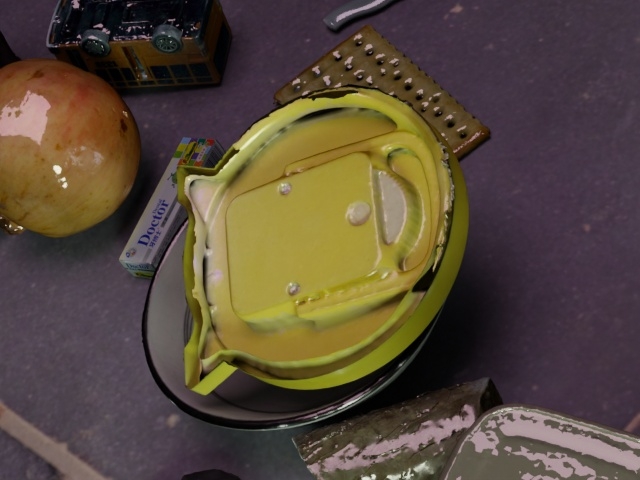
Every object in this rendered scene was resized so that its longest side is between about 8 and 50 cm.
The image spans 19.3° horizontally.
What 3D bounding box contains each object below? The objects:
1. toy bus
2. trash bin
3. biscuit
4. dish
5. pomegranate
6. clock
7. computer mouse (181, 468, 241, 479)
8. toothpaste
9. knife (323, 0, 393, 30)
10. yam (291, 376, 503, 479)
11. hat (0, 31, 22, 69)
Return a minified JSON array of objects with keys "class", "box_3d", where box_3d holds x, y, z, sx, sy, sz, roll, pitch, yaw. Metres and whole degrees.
[{"class":"toy bus","box_3d":[-0.198,-0.222,2.063,0.182,0.103,0.091,-1,54,18]},{"class":"trash bin","box_3d":[0.187,0.259,1.416,0.219,0.250,0.219,14,61,26]},{"class":"biscuit","box_3d":[0.058,-0.130,1.931,0.139,0.016,0.231,-37,49,-6]},{"class":"dish","box_3d":[-0.008,0.063,1.756,0.316,0.106,0.316,-14,52,18]},{"class":"pomegranate","box_3d":[-0.282,-0.095,1.955,0.191,0.191,0.191,-13,51,16]},{"class":"clock","box_3d":[0.004,0.001,1.676,0.294,0.071,0.277,-13,63,29]},{"class":"computer mouse","box_3d":[-0.090,0.272,1.661,0.106,0.062,0.192,-37,50,-5]},{"class":"toothpaste","box_3d":[-0.149,-0.035,1.943,0.046,0.034,0.164,7,58,33]},{"class":"knife","box_3d":[0.100,-0.275,2.022,0.210,0.015,0.028,-23,42,6]},{"class":"yam","box_3d":[0.075,0.186,1.627,0.183,0.107,0.107,-21,49,8]},{"class":"hat","box_3d":[-0.447,-0.162,2.067,0.238,0.209,0.336,-23,50,3]}]
